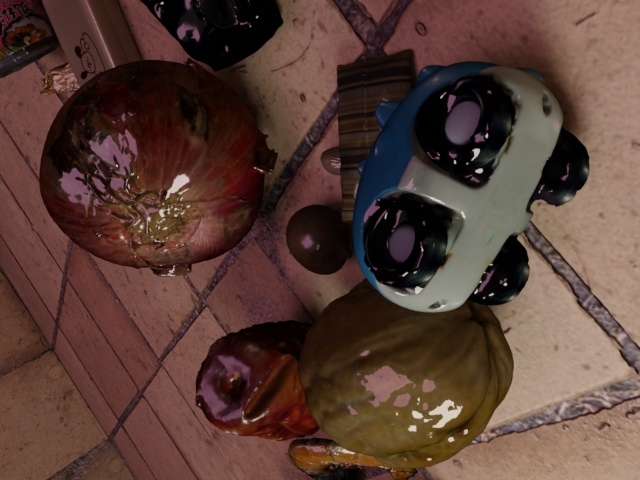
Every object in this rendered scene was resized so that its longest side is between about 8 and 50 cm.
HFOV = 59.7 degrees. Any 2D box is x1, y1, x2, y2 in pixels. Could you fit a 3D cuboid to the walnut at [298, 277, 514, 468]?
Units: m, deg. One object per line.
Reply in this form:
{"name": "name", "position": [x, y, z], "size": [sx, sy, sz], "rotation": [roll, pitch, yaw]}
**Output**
{"name": "walnut", "position": [0.104, 0.151, 0.711], "size": [0.283, 0.227, 0.283], "rotation": [-24, 60, 52]}

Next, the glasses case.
{"name": "glasses case", "position": [-0.416, -0.349, 1.071], "size": [0.131, 0.070, 0.313], "rotation": [-11, 104, 38]}

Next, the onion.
{"name": "onion", "position": [-0.238, -0.105, 0.854], "size": [0.353, 0.353, 0.354], "rotation": [26, 131, 35]}

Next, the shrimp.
{"name": "shrimp", "position": [0.069, 0.413, 1.009], "size": [0.222, 0.054, 0.290], "rotation": [-3, 143, 17]}

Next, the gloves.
{"name": "gloves", "position": [-0.189, -0.373, 0.753], "size": [0.301, 0.152, 0.197], "rotation": [43, 139, -18]}

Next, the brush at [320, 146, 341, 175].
{"name": "brush", "position": [0.119, -0.079, 0.704], "size": [0.299, 0.042, 0.039], "rotation": [18, 108, 35]}

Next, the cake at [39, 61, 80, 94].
{"name": "cake", "position": [-0.525, -0.354, 1.179], "size": [0.184, 0.116, 0.080], "rotation": [21, 126, 45]}

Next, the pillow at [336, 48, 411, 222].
{"name": "pillow", "position": [0.066, -0.123, 0.687], "size": [0.113, 0.038, 0.204], "rotation": [1, 96, 39]}

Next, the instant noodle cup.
{"name": "instant noodle cup", "position": [-0.696, -0.465, 1.208], "size": [0.302, 0.258, 0.182], "rotation": [-18, 116, 23]}

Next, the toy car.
{"name": "toy car", "position": [0.125, -0.058, 0.566], "size": [0.190, 0.188, 0.255], "rotation": [39, 111, 49]}

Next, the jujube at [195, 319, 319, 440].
{"name": "jujube", "position": [-0.075, 0.218, 0.879], "size": [0.216, 0.216, 0.342], "rotation": [43, 178, 21]}

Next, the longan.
{"name": "longan", "position": [0.000, 0.000, 0.831], "size": [0.113, 0.092, 0.113], "rotation": [26, 132, 33]}
